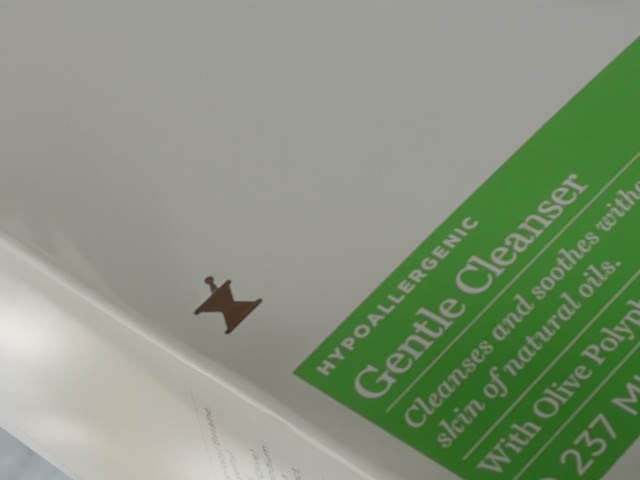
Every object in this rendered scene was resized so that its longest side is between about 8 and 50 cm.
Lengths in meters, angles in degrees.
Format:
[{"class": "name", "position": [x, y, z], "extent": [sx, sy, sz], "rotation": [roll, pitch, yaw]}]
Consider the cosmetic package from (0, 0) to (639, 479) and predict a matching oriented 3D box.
[{"class": "cosmetic package", "position": [0.000, 0.000, 0.613], "extent": [0.197, 0.365, 0.155], "rotation": [-44, 143, -25]}]
